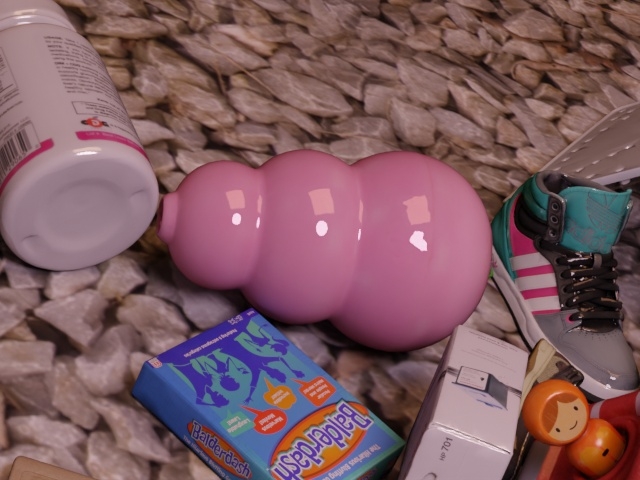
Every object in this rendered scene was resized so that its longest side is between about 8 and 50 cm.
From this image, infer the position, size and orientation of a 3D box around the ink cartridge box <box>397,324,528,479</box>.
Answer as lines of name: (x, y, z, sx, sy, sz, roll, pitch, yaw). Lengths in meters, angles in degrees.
ink cartridge box: (0.125, 0.187, 1.485, 0.082, 0.140, 0.191, 20, 26, 1)

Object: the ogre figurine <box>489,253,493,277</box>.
ogre figurine: (0.102, -0.026, 1.824, 0.197, 0.097, 0.118, 5, 56, -4)

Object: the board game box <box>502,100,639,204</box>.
board game box: (0.471, -0.133, 1.989, 0.390, 0.390, 0.050, -36, 106, -52)

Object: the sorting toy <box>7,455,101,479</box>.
sorting toy: (-0.124, 0.296, 1.310, 0.307, 0.041, 0.229, 19, 31, -9)

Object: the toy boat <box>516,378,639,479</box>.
toy boat: (0.245, 0.182, 1.457, 0.151, 0.231, 0.151, 40, 55, -17)

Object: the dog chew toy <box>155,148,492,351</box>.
dog chew toy: (0.000, 0.000, 1.635, 0.331, 0.207, 0.207, 8, 38, -13)

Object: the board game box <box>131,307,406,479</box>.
board game box: (-0.047, 0.166, 1.513, 0.210, 0.047, 0.160, 40, 37, 19)

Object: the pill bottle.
pill bottle: (-0.279, -0.118, 1.641, 0.160, 0.160, 0.283, 1, 42, -30)

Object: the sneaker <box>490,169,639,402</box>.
sneaker: (0.296, 0.026, 1.792, 0.123, 0.178, 0.295, 0, 42, -32)

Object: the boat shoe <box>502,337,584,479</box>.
boat shoe: (0.224, 0.175, 1.641, 0.073, 0.080, 0.223, 24, 30, 7)
